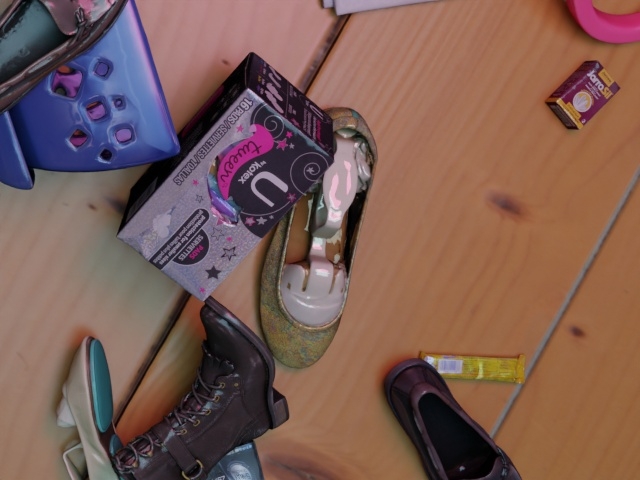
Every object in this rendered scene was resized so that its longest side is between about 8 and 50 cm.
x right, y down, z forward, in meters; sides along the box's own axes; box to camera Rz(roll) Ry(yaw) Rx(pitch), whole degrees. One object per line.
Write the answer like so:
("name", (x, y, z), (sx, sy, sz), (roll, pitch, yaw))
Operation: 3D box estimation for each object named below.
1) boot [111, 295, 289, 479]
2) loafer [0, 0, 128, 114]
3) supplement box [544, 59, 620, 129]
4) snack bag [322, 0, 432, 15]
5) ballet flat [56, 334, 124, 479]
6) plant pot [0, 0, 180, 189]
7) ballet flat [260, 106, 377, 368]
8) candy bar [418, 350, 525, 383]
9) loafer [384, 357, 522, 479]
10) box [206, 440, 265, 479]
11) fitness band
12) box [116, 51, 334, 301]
("boot", (-0.161, 0.217, 1.788), (0.229, 0.091, 0.263), (-35, 132, -18))
("loafer", (-0.293, -0.226, 1.530), (0.096, 0.084, 0.267), (44, 94, -5))
("supplement box", (0.356, -0.197, 1.961), (0.083, 0.043, 0.055), (-45, 104, -7))
("snack bag", (0.156, -0.464, 1.815), (0.323, 0.037, 0.343), (-9, 123, -14))
("ballet flat", (-0.292, 0.244, 1.822), (0.086, 0.086, 0.249), (-15, 101, -13))
("plant pot", (-0.304, -0.185, 1.691), (0.212, 0.236, 0.236), (-18, 100, -7))
("ballet flat", (0.000, 0.000, 1.850), (0.123, 0.123, 0.349), (11, 93, -16))
("candy bar", (0.208, 0.173, 1.976), (0.161, 0.018, 0.040), (4, 93, -15))
("loafer", (0.191, 0.293, 1.937), (0.109, 0.095, 0.302), (-38, 108, -3))
("box", (-0.120, 0.306, 1.901), (0.083, 0.018, 0.067), (-15, 99, -13))
("fitness band", (0.412, -0.375, 1.868), (0.209, 0.054, 0.291), (-24, 140, -1))
("box", (-0.111, -0.076, 1.747), (0.142, 0.163, 0.247), (38, 108, -15))
